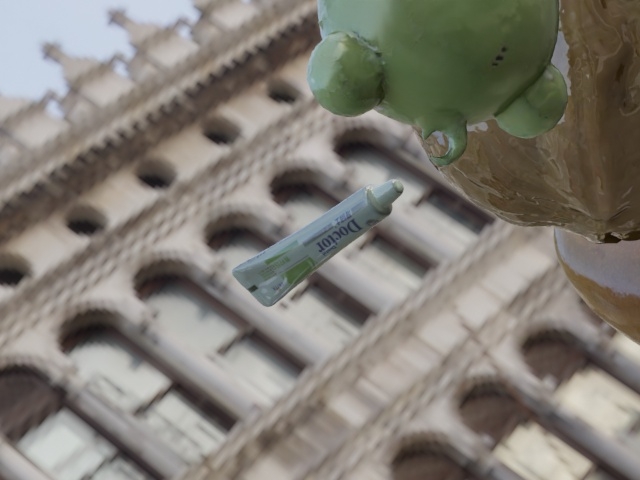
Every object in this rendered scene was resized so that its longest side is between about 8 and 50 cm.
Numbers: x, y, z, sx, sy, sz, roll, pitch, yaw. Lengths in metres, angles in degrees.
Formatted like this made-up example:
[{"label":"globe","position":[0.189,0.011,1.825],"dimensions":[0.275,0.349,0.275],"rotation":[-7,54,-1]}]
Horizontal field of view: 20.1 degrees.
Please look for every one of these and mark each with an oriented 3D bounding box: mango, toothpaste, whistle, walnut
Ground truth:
[{"label":"mango","position":[0.214,0.025,1.095],"dimensions":[0.085,0.184,0.102],"rotation":[-41,-55,-30]},{"label":"toothpaste","position":[0.000,0.000,1.517],"dimensions":[0.197,0.048,0.029],"rotation":[-35,15,38]},{"label":"whistle","position":[0.042,-0.138,0.689],"dimensions":[0.105,0.227,0.085],"rotation":[4,-16,-23]},{"label":"walnut","position":[0.147,-0.108,0.960],"dimensions":[0.228,0.228,0.228],"rotation":[-41,-28,-28]}]
